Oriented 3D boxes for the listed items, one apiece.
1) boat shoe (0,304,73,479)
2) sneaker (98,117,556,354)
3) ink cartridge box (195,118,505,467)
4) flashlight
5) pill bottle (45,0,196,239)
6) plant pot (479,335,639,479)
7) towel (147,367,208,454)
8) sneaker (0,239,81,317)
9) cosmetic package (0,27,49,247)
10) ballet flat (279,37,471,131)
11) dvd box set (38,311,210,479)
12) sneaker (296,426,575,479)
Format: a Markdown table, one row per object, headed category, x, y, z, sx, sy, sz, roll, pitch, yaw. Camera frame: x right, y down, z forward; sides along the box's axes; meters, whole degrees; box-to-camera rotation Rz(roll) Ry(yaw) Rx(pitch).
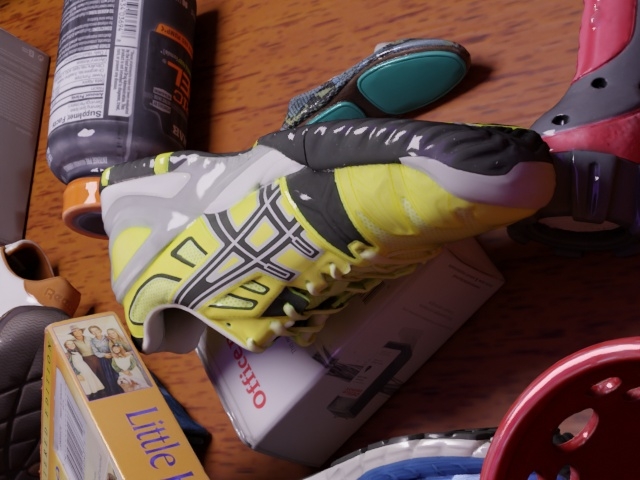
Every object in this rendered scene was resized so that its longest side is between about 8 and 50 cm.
| category | x | y | z | sx | sy | sz | roll | pitch | yaw |
| --- | --- | --- | --- | --- | --- | --- | --- | --- | --- |
| boat shoe | -0.318 | 0.203 | 1.194 | 0.130 | 0.132 | 0.355 | 45 | 115 | 51 |
| sneaker | 0.000 | 0.000 | 0.902 | 0.385 | 0.145 | 0.147 | -9 | 84 | 45 |
| ink cartridge box | 0.010 | 0.043 | 1.013 | 0.218 | 0.092 | 0.158 | -46 | 48 | 16 |
| flashlight | 0.192 | -0.144 | 0.917 | 0.103 | 0.103 | 0.304 | -5 | 71 | 36 |
| pill bottle | -0.188 | -0.126 | 1.241 | 0.130 | 0.130 | 0.245 | -15 | 63 | 38 |
| plant pot | 0.205 | 0.160 | 0.719 | 0.191 | 0.174 | 0.191 | -13 | 68 | 34 |
| towel | -0.151 | 0.140 | 1.137 | 0.119 | 0.067 | 0.029 | 42 | 104 | 44 |
| sneaker | -0.339 | 0.052 | 1.343 | 0.290 | 0.106 | 0.123 | 18 | 68 | 43 |
| cosmetic package | -0.383 | -0.103 | 1.431 | 0.127 | 0.107 | 0.238 | -14 | 60 | 35 |
| ballet flat | 0.040 | -0.128 | 1.082 | 0.188 | 0.070 | 0.070 | -25 | 57 | 29 |
| dvd box set | -0.103 | 0.297 | 0.924 | 0.420 | 0.062 | 0.307 | 52 | 143 | 42 |
| sneaker | 0.051 | 0.219 | 0.900 | 0.330 | 0.130 | 0.147 | -29 | 69 | 35 |
